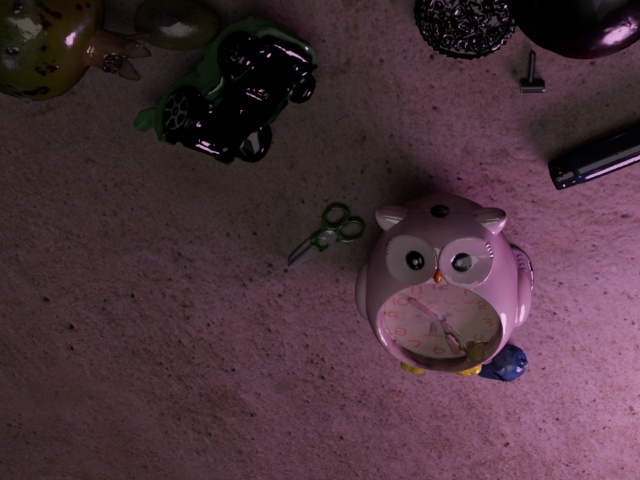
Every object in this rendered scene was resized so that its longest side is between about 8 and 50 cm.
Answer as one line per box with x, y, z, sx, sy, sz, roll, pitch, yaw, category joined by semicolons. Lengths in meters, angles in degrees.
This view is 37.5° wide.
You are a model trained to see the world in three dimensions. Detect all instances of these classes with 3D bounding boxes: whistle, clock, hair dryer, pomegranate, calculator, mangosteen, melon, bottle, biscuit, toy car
0.432;0.285;2.227;0.090;0.090;0.158;44;158;-24;whistle
0.253;0.067;1.964;0.368;0.250;0.376;2;131;11;clock
0.406;-0.322;1.806;0.047;0.026;0.083;-1;119;4;hair dryer
-0.492;-0.366;1.698;0.323;0.291;0.291;44;120;-6;pomegranate
0.422;0.084;2.103;0.103;0.024;0.166;-4;124;8;calculator
0.460;-0.448;1.535;0.330;0.330;0.330;3;127;4;mangosteen
-0.267;-0.405;1.764;0.162;0.099;0.099;7;127;1;melon
0.572;-0.170;1.871;0.244;0.082;0.072;-22;77;19;bottle
0.267;-0.417;1.727;0.195;0.053;0.194;3;127;4;biscuit
-0.181;-0.280;1.800;0.213;0.176;0.358;15;125;-46;toy car

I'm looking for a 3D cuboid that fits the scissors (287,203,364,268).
0.000;0.000;2.080;0.204;0.027;0.101;-37;114;26;scissors
